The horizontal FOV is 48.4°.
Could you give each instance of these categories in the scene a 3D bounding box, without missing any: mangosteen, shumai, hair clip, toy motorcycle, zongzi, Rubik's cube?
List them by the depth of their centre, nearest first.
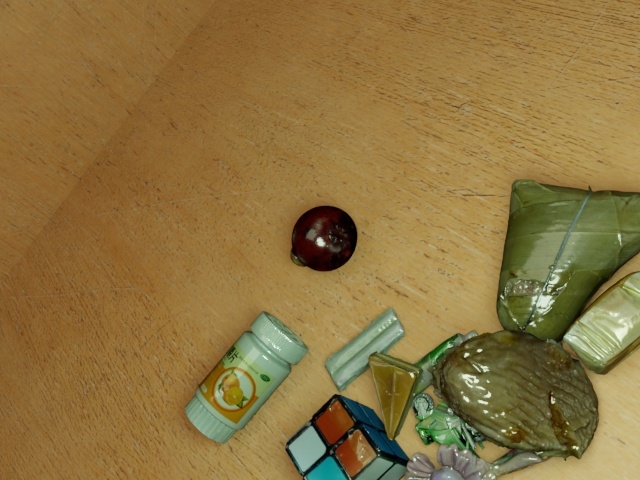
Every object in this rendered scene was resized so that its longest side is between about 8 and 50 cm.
[{"bbox_3d":[0.341,0.312,1.400,0.283,0.346,0.216,-29,47,55],"label":"shumai"},{"bbox_3d":[0.319,0.463,1.413,0.301,0.069,0.172,-25,91,13],"label":"hair clip"},{"bbox_3d":[0.561,0.058,1.444,0.393,0.174,0.355,6,73,29],"label":"zongzi"},{"bbox_3d":[0.270,0.397,1.512,0.190,0.074,0.106,14,84,37],"label":"toy motorcycle"},{"bbox_3d":[0.060,0.467,1.546,0.180,0.167,0.183,-47,49,5],"label":"Rubik's cube"},{"bbox_3d":[0.000,0.000,1.849,0.200,0.200,0.199,-15,58,26],"label":"mangosteen"}]

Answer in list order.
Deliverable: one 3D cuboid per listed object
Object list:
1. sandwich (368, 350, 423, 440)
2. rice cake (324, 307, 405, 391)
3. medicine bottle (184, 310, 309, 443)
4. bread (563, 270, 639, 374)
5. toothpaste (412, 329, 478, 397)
[{"bbox_3d":[0.144,0.342,1.574,0.114,0.079,0.163,20,96,20],"label":"sandwich"},{"bbox_3d":[0.109,0.261,1.708,0.226,0.040,0.085,-42,50,8],"label":"rice cake"},{"bbox_3d":[-0.188,0.345,1.783,0.318,0.158,0.158,-50,50,1],"label":"medicine bottle"},{"bbox_3d":[0.571,0.155,1.360,0.210,0.192,0.109,-43,61,9],"label":"bread"},{"bbox_3d":[0.253,0.283,1.599,0.248,0.047,0.078,-39,65,12],"label":"toothpaste"}]
